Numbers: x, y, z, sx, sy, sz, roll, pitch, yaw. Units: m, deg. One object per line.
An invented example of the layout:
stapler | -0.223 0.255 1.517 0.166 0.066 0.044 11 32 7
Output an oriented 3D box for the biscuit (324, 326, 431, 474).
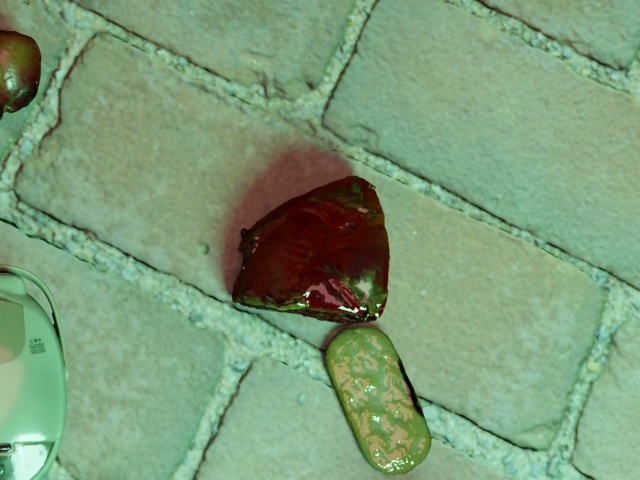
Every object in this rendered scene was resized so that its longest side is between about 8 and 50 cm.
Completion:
biscuit | 0.054 0.149 1.724 0.071 0.018 0.147 -21 82 -14

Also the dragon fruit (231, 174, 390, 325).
dragon fruit | -0.002 0.000 1.699 0.120 0.127 0.161 13 74 -16

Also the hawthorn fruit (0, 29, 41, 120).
hawthorn fruit | -0.291 -0.158 1.704 0.077 0.077 0.077 3 75 -11

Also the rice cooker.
rice cooker | -0.293 0.126 1.601 0.145 0.127 0.206 -2 73 -13
